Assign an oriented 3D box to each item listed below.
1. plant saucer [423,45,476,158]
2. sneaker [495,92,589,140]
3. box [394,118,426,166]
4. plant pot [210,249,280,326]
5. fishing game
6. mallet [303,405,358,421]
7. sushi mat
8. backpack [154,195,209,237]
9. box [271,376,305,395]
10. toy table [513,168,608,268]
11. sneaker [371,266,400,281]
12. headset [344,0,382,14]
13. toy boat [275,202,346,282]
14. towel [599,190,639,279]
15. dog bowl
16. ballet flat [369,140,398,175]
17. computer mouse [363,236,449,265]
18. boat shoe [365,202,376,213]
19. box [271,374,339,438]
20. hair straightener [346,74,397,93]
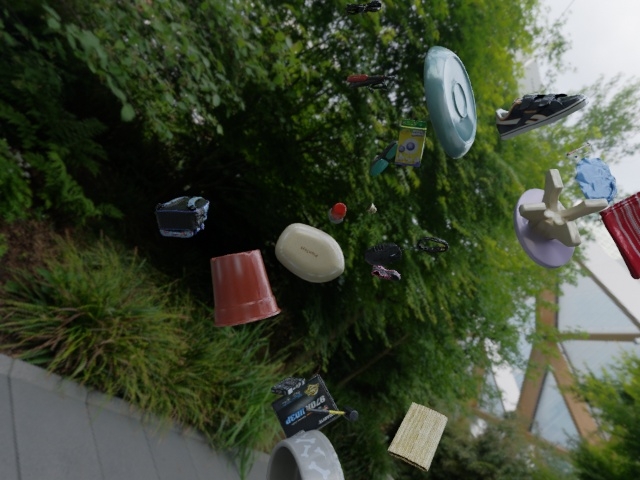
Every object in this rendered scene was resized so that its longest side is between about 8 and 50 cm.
[{"bbox_3d":[0.376,-0.390,1.193,0.044,0.317,0.317,-8,-54,37],"label":"plant saucer"},{"bbox_3d":[0.782,-0.476,1.541,0.321,0.126,0.127,-15,-74,52],"label":"sneaker"},{"bbox_3d":[0.365,-0.393,1.717,0.043,0.105,0.179,-64,161,-66],"label":"box"},{"bbox_3d":[-0.318,0.182,1.708,0.272,0.273,0.264,170,-90,-82],"label":"plant pot"},{"bbox_3d":[0.952,-0.206,1.477,0.264,0.189,0.041,63,-23,3],"label":"fishing game"},{"bbox_3d":[0.038,0.562,1.384,0.190,0.039,0.062,17,-10,-32],"label":"mallet"},{"bbox_3d":[0.381,0.745,1.637,0.152,0.317,0.019,17,-69,25],"label":"sushi mat"},{"bbox_3d":[-0.478,-0.093,1.509,0.173,0.158,0.116,-70,161,-68],"label":"backpack"},{"bbox_3d":[-0.097,0.439,1.281,0.067,0.083,0.018,-9,-87,37],"label":"box"},{"bbox_3d":[0.722,-0.069,1.316,0.161,0.252,0.274,85,-10,-66],"label":"toy table"},{"bbox_3d":[0.256,0.138,1.685,0.119,0.057,0.047,20,-58,20],"label":"sneaker"},{"bbox_3d":[0.133,-0.944,1.354,0.243,0.185,0.393,-128,-155,-68],"label":"headset"},{"bbox_3d":[0.000,0.000,1.590,0.268,0.318,0.148,33,-10,0],"label":"toy boat"},{"bbox_3d":[0.845,-0.048,1.026,0.198,0.275,0.031,59,10,-4],"label":"towel"},{"bbox_3d":[-0.052,0.698,1.136,0.349,0.102,0.348,-30,-123,60],"label":"dog bowl"},{"bbox_3d":[0.303,-0.396,2.018,0.074,0.203,0.074,35,24,-18],"label":"ballet flat"},{"bbox_3d":[0.238,0.035,1.202,0.041,0.242,0.071,-68,142,-55],"label":"computer mouse"},{"bbox_3d":[0.254,-0.154,2.097,0.045,0.050,0.135,38,7,-1],"label":"boat shoe"},{"bbox_3d":[-0.057,0.658,1.654,0.175,0.220,0.051,58,-7,28],"label":"box"},{"bbox_3d":[0.234,-0.701,1.891,0.231,0.047,0.089,5,-26,30],"label":"hair straightener"}]
